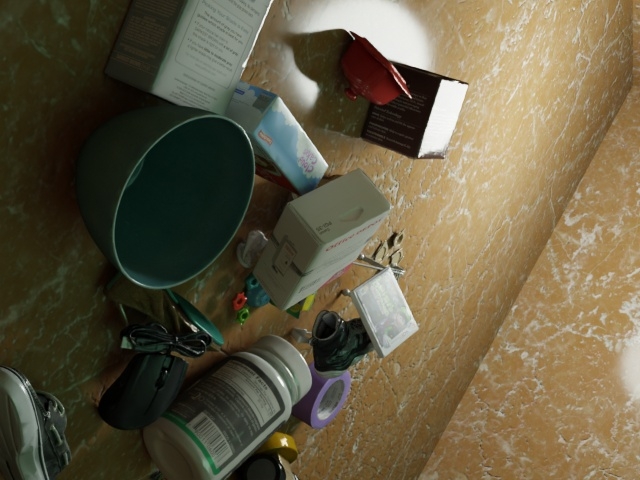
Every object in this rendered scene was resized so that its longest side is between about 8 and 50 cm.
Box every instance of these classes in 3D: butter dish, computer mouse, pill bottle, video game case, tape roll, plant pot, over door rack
[{"bbox_3d":[0.103,-0.361,1.707,0.118,0.160,0.160,-42,152,8],"label":"butter dish"},{"bbox_3d":[-0.332,0.278,1.455,0.188,0.072,0.272,12,123,-39],"label":"computer mouse"},{"bbox_3d":[-0.195,0.378,1.704,0.361,0.204,0.204,-36,140,-40],"label":"pill bottle"},{"bbox_3d":[0.168,0.184,1.995,0.173,0.022,0.190,-29,95,-46],"label":"video game case"},{"bbox_3d":[0.000,0.437,2.189,0.189,0.080,0.189,-38,141,-40],"label":"tape roll"},{"bbox_3d":[-0.274,-0.096,1.220,0.290,0.195,0.290,-38,144,-35],"label":"plant pot"},{"bbox_3d":[0.068,0.155,2.076,0.324,0.108,0.240,10,104,-45],"label":"over door rack"}]

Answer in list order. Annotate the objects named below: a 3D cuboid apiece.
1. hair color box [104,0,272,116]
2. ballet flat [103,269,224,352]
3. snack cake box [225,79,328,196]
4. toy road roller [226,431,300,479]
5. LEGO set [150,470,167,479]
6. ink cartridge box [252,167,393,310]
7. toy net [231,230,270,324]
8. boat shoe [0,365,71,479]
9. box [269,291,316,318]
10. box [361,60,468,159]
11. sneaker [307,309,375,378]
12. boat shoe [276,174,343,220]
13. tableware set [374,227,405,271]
[{"bbox_3d":[-0.180,-0.398,1.231,0.185,0.113,0.374,16,99,-61],"label":"hair color box"},{"bbox_3d":[-0.306,0.147,1.466,0.124,0.116,0.342,-38,146,-5],"label":"ballet flat"},{"bbox_3d":[-0.106,-0.195,1.463,0.089,0.152,0.264,-58,150,-10],"label":"snack cake box"},{"bbox_3d":[-0.214,0.561,1.875,0.329,0.241,0.202,-23,146,4],"label":"toy road roller"},{"bbox_3d":[-0.363,0.536,1.749,0.054,0.023,0.083,-57,163,-9],"label":"LEGO set"},{"bbox_3d":[0.000,0.000,1.597,0.207,0.117,0.283,-29,162,-34],"label":"ink cartridge box"},{"bbox_3d":[-0.162,0.073,1.694,0.122,0.045,0.232,-31,135,-31],"label":"toy net"},{"bbox_3d":[-0.493,0.305,1.288,0.119,0.121,0.335,-47,158,-42],"label":"boat shoe"},{"bbox_3d":[-0.050,0.087,1.815,0.043,0.105,0.179,14,100,-59],"label":"box"},{"bbox_3d":[0.234,-0.319,1.896,0.168,0.167,0.203,-8,118,-55],"label":"box"},{"bbox_3d":[0.078,0.226,1.973,0.268,0.101,0.153,-38,129,-24],"label":"sneaker"},{"bbox_3d":[0.017,-0.073,1.817,0.123,0.123,0.342,-43,163,25],"label":"boat shoe"},{"bbox_3d":[0.210,0.048,2.288,0.141,0.020,0.169,-45,145,-30],"label":"tableware set"}]
